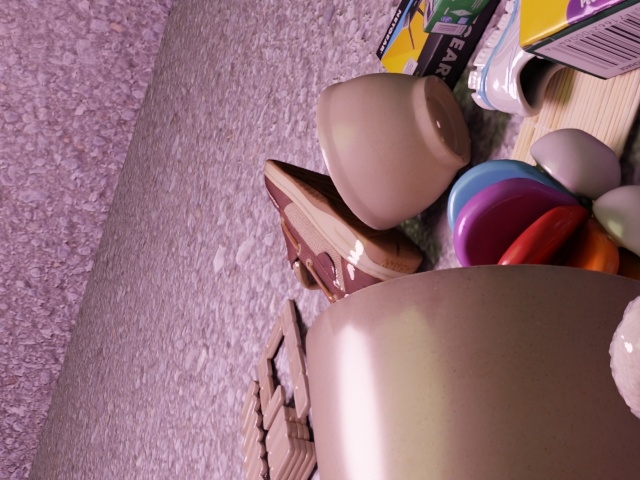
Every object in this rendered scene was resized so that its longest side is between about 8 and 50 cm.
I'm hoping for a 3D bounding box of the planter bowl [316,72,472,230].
[{"bbox_3d":[0.086,-0.103,0.946,0.109,0.162,0.162,-20,55,30],"label":"planter bowl"}]

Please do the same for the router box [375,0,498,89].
[{"bbox_3d":[0.134,-0.254,1.031,0.179,0.046,0.133,-64,27,25],"label":"router box"}]

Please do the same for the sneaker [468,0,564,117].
[{"bbox_3d":[0.197,-0.194,0.801,0.083,0.071,0.191,44,124,54],"label":"sneaker"}]

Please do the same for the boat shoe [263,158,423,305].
[{"bbox_3d":[0.000,0.000,1.099,0.342,0.123,0.123,44,116,56],"label":"boat shoe"}]

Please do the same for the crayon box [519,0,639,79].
[{"bbox_3d":[0.292,-0.313,0.610,0.363,0.106,0.313,-15,66,59],"label":"crayon box"}]

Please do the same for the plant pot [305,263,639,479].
[{"bbox_3d":[0.111,0.191,0.558,0.256,0.256,0.274,-41,39,52],"label":"plant pot"}]

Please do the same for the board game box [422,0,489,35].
[{"bbox_3d":[0.139,-0.320,0.794,0.317,0.046,0.214,144,132,-87],"label":"board game box"}]

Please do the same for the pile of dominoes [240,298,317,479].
[{"bbox_3d":[-0.049,0.221,1.204,0.251,0.040,0.196,-104,35,-61],"label":"pile of dominoes"}]

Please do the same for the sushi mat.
[{"bbox_3d":[0.193,-0.027,0.810,0.151,0.019,0.317,32,106,64],"label":"sushi mat"}]

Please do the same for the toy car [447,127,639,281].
[{"bbox_3d":[0.161,0.005,0.687,0.159,0.136,0.182,-59,39,24],"label":"toy car"}]

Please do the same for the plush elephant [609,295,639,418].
[{"bbox_3d":[0.208,0.213,0.313,0.255,0.272,0.330,-37,31,-25],"label":"plush elephant"}]
